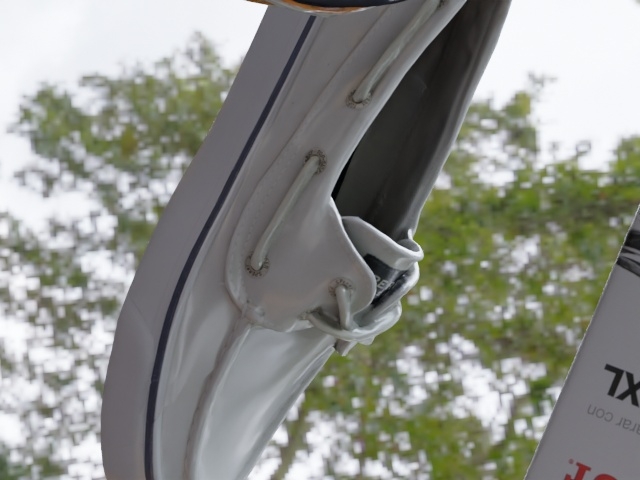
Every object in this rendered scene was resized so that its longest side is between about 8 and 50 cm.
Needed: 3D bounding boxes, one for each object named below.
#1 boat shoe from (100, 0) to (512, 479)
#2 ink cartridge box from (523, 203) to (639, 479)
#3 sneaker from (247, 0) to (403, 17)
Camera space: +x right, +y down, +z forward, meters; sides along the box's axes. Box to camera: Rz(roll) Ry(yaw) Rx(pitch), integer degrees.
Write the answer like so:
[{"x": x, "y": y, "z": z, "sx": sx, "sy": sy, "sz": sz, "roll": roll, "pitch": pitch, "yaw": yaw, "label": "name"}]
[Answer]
[{"x": 0.000, "y": 0.000, "z": 0.582, "sx": 0.088, "sy": 0.096, "sz": 0.267, "roll": 23, "pitch": -93, "yaw": 31, "label": "boat shoe"}, {"x": 0.186, "y": 0.044, "z": 0.548, "sx": 0.148, "sy": 0.086, "sz": 0.203, "roll": 20, "pitch": -96, "yaw": 31, "label": "ink cartridge box"}, {"x": 0.074, "y": -0.177, "z": 0.448, "sx": 0.127, "sy": 0.321, "sz": 0.126, "roll": -3, "pitch": -60, "yaw": 54, "label": "sneaker"}]
